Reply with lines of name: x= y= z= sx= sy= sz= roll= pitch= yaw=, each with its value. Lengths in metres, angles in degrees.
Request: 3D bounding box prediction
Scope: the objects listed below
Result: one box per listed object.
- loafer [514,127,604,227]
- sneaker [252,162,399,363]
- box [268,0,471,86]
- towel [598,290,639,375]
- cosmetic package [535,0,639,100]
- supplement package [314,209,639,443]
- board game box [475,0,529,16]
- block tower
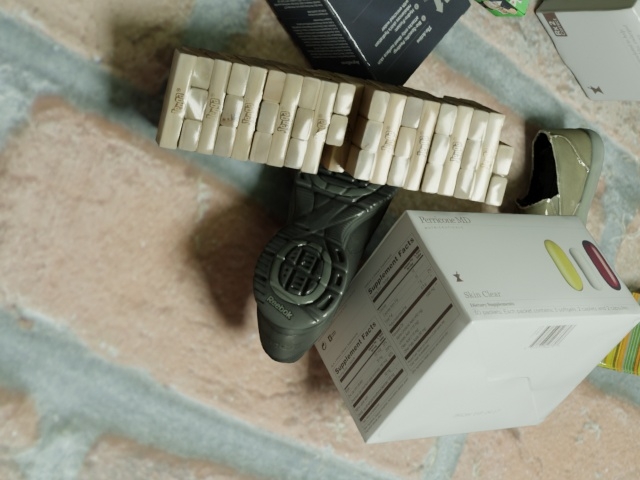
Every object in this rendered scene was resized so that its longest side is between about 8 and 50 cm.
loafer: x=0.260 y=-0.018 z=1.596 sx=0.087 sy=0.094 sz=0.251 roll=16 pitch=80 yaw=-27
sneaker: x=0.000 y=0.000 z=1.375 sx=0.286 sy=0.109 sz=0.130 roll=-59 pitch=170 yaw=-37
box: x=0.048 y=-0.248 z=1.382 sx=0.156 sy=0.093 sz=0.158 roll=-50 pitch=122 yaw=-24
towel: x=0.457 y=0.130 z=1.701 sx=0.021 sy=0.237 sz=0.102 roll=31 pitch=72 yaw=-81
cosmetic package: x=0.387 y=-0.279 z=1.615 sx=0.184 sy=0.151 sz=0.151 roll=-53 pitch=123 yaw=-21
supplement package: x=0.164 y=0.088 z=1.425 sx=0.261 sy=0.145 sz=0.204 roll=0 pitch=138 yaw=-39
board game box: x=0.181 y=-0.417 z=1.379 sx=0.213 sy=0.046 sz=0.317 roll=28 pitch=78 yaw=-40
block tower: x=0.013 y=-0.111 z=1.295 sx=0.335 sy=0.097 sz=0.091 roll=9 pitch=102 yaw=-17
